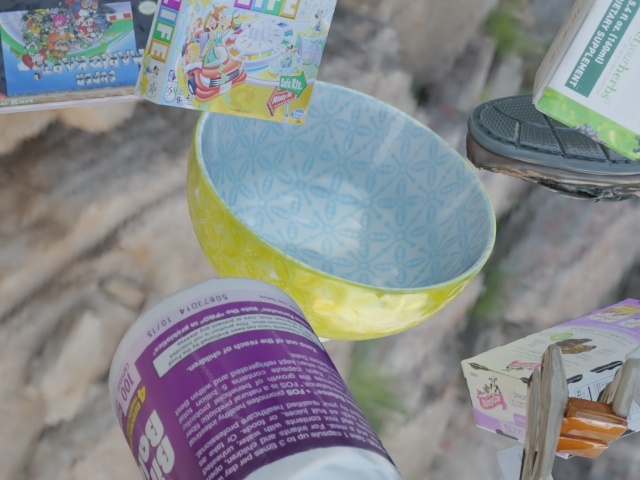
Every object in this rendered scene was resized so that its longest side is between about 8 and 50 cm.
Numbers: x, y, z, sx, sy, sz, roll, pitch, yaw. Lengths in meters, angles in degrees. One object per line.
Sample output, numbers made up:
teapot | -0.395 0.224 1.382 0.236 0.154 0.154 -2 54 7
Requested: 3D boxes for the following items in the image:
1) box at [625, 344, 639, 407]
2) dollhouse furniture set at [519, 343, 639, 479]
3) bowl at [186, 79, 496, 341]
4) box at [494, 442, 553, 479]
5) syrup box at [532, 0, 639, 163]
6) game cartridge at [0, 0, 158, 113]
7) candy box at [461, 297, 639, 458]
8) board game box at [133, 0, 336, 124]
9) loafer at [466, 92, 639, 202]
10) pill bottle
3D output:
box | 0.323 0.118 1.564 0.102 0.101 0.087 -35 156 -6
dollhouse furniture set | 0.269 0.153 1.212 0.259 0.262 0.135 99 1 -74
bowl | 0.000 0.000 1.707 0.289 0.289 0.156 -40 160 -51
box | 0.178 0.251 1.433 0.186 0.038 0.145 74 -2 -64
syrup box | 0.253 -0.075 1.131 0.093 0.237 0.096 -61 -178 18
game cartridge | -0.253 -0.233 1.715 0.068 0.355 0.230 113 -31 -72
candy box | 0.255 0.122 1.708 0.196 0.165 0.070 -18 102 -21
board game box | -0.056 -0.140 1.306 0.154 0.026 0.103 3 105 -51
loafer | 0.235 -0.056 1.456 0.096 0.267 0.084 -110 -153 -48
pill bottle | -0.034 0.176 1.346 0.169 0.301 0.169 -14 130 -17
